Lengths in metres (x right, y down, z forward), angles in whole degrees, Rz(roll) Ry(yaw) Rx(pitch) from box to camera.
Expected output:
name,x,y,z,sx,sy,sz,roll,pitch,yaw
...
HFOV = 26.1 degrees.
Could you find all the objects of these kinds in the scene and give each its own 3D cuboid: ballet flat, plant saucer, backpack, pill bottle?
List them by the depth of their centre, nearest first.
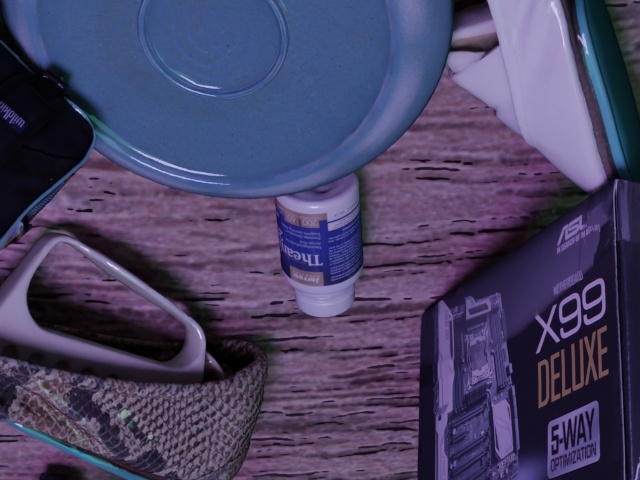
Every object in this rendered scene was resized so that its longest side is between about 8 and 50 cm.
name,x,y,z,sx,sy,sz,roll,pitch,yaw
backpack,-0.271,-0.050,0.915,0.144,0.188,0.166,-26,115,42
plant saucer,-0.070,-0.148,0.931,0.318,0.043,0.317,4,128,5
ballet flat,0.129,-0.185,0.956,0.139,0.139,0.400,-20,124,4
ballet flat,-0.253,0.070,1.066,0.483,0.164,0.182,18,100,-29
pill bottle,0.000,0.000,1.093,0.067,0.067,0.120,-8,128,-5

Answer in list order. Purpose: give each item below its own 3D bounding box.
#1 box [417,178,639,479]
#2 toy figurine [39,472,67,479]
name,x,y,z,sx,sy,sz,roll,pitch,yaw
box,0.171,0.125,1.035,0.076,0.242,0.307,12,156,-19
toy figurine,-0.169,0.306,1.193,0.213,0.148,0.209,33,158,-33
